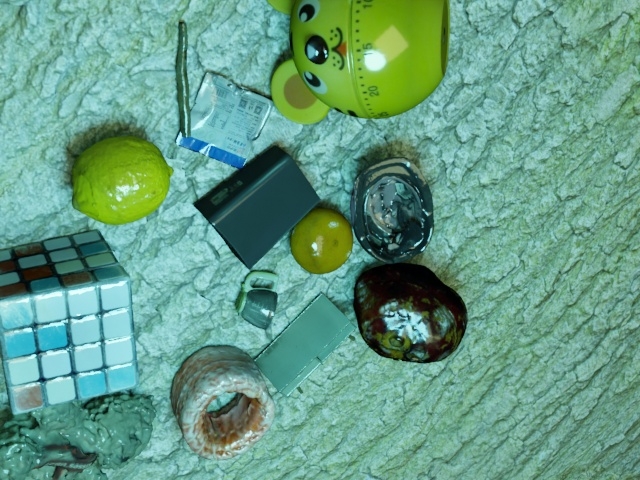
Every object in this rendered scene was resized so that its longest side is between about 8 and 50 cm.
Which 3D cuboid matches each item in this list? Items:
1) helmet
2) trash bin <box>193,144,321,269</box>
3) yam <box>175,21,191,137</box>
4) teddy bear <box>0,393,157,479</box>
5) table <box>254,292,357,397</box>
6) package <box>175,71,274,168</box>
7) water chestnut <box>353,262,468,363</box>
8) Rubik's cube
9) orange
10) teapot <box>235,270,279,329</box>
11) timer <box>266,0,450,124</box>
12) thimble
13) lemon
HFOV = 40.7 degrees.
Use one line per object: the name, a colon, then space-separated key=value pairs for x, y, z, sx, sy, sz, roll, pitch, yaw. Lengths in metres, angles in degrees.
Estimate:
helmet: x=0.159 y=-0.072 z=2.024 sx=0.198 sy=0.154 sz=0.253 roll=-21 pitch=102 yaw=-8
trash bin: x=-0.133 y=-0.077 z=1.899 sx=0.225 sy=0.115 sz=0.165 roll=-41 pitch=124 yaw=-7
yam: x=-0.281 y=-0.326 z=1.760 sx=0.027 sy=0.029 sz=0.234 roll=-5 pitch=109 yaw=-17
teddy bear: x=-0.523 y=0.456 z=1.893 sx=0.367 sy=0.224 sz=0.357 roll=-18 pitch=133 yaw=-21
table: x=-0.024 y=0.267 z=2.108 sx=0.240 sy=0.121 sz=0.111 roll=-44 pitch=141 yaw=-2
package: x=-0.202 y=-0.252 z=1.837 sx=0.171 sy=0.027 sz=0.173 roll=20 pitch=106 yaw=-34
water chestnut: x=0.217 y=0.174 z=2.098 sx=0.289 sy=0.289 sz=0.244 roll=17 pitch=81 yaw=-31
Rubik's cube: x=-0.520 y=0.156 z=1.727 sx=0.256 sy=0.253 sz=0.259 roll=-12 pitch=118 yaw=-22
orange: x=0.000 y=0.000 z=1.993 sx=0.156 sy=0.124 sz=0.156 roll=-6 pitch=101 yaw=-35
teapot: x=-0.151 y=0.140 z=2.017 sx=0.090 sy=0.124 sz=0.092 roll=19 pitch=145 yaw=-16
timer: x=0.062 y=-0.411 z=1.738 sx=0.387 sy=0.376 sz=0.376 roll=3 pitch=117 yaw=16
thimble: x=-0.233 y=0.377 z=2.026 sx=0.239 sy=0.162 sz=0.239 roll=-8 pitch=114 yaw=-20
lemon: x=-0.395 y=-0.120 z=1.713 sx=0.193 sy=0.180 sz=0.180 roll=-23 pitch=123 yaw=9
